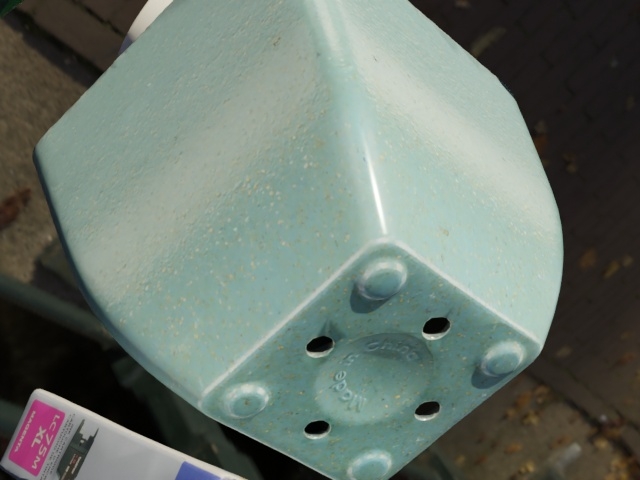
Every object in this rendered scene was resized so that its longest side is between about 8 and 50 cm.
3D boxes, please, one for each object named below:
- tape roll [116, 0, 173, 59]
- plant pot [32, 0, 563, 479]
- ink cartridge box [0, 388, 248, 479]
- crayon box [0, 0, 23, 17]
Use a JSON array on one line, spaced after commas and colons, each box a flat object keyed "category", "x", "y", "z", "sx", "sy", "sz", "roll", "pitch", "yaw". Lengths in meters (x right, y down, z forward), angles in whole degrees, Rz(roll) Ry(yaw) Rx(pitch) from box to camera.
[{"category": "tape roll", "x": -0.105, "y": -0.232, "z": 1.538, "sx": 0.246, "sy": 0.169, "sz": 0.246, "roll": -49, "pitch": 175, "yaw": -6}, {"category": "plant pot", "x": 0.000, "y": 0.000, "z": 0.773, "sx": 0.247, "sy": 0.252, "sz": 0.248, "roll": -42, "pitch": 128, "yaw": 19}, {"category": "ink cartridge box", "x": -0.036, "y": 0.160, "z": 0.670, "sx": 0.185, "sy": 0.311, "sz": 0.065, "roll": 31, "pitch": 75, "yaw": -29}, {"category": "crayon box", "x": -0.270, "y": -0.308, "z": 1.023, "sx": 0.323, "sy": 0.203, "sz": 0.083, "roll": -28, "pitch": 177, "yaw": 27}]
